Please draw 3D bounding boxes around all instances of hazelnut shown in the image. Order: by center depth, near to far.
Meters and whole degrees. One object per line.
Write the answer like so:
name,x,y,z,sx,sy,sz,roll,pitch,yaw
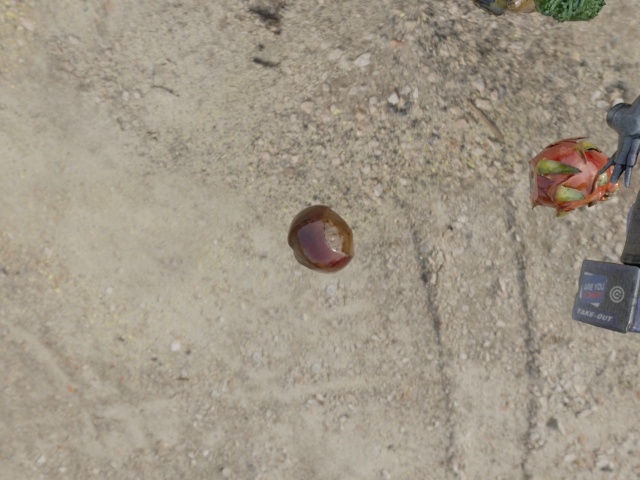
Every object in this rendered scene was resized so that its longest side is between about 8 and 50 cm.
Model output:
hazelnut,0.007,-0.005,1.424,0.202,0.170,0.160,54,153,7

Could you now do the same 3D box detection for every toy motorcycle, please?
toy motorcycle,0.444,-0.058,0.638,0.212,0.125,0.359,10,90,-21

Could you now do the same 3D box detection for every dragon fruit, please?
dragon fruit,0.699,-0.177,1.414,0.226,0.224,0.224,-10,113,20

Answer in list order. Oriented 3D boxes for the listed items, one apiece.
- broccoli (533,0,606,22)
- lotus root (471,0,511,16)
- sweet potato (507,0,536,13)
broccoli,0.366,-0.448,0.700,0.269,0.241,0.262,2,100,-38
lotus root,0.220,-0.519,0.906,0.309,0.183,0.183,34,117,-15
sweet potato,0.446,-0.553,1.089,0.114,0.342,0.092,30,142,-13
